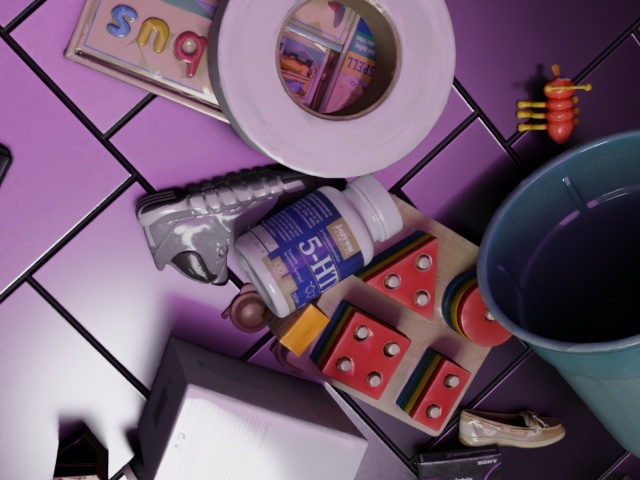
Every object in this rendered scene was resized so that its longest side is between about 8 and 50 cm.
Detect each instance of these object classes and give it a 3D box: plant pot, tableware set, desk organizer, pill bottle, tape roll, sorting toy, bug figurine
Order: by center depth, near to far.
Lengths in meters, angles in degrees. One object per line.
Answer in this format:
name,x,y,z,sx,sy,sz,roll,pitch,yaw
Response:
tape roll,0.012,-0.219,1.222,0.286,0.100,0.286,-2,100,-12
pill bottle,0.000,0.000,1.248,0.187,0.112,0.112,-33,105,-10
desk organizer,-0.293,0.276,1.272,0.047,0.130,0.050,-35,103,-5
plant pot,0.417,0.093,1.293,0.341,0.341,0.334,-40,127,-4
sorting toy,0.127,0.107,1.349,0.257,0.089,0.255,30,91,-21
tableware set,-0.039,0.086,1.357,0.169,0.020,0.141,37,92,-17
bug figurine,0.412,-0.140,1.396,0.279,0.072,0.216,-9,101,-12

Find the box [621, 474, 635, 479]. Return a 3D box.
box,0.417,0.504,1.453,0.121,0.148,0.311,30,90,4

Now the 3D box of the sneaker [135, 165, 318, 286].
sneaker,-0.108,-0.012,1.300,0.229,0.086,0.132,-12,109,-4

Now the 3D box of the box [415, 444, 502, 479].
box,0.195,0.363,1.428,0.116,0.029,0.162,-7,109,1

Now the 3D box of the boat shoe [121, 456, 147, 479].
boat shoe,-0.105,0.366,1.333,0.113,0.127,0.340,-45,107,-4

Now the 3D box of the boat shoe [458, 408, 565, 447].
boat shoe,0.267,0.256,1.438,0.153,0.056,0.048,0,104,-6

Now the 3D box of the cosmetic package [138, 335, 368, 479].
cosmetic package,-0.091,0.237,1.263,0.225,0.224,0.138,19,94,-15

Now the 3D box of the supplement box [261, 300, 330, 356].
supplement box,-0.033,0.098,1.297,0.036,0.098,0.062,40,89,-21

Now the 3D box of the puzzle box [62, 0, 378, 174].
puzzle box,-0.076,-0.271,1.272,0.409,0.052,0.272,20,95,-15

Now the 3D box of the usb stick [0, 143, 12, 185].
usb stick,-0.457,0.000,1.233,0.077,0.045,0.278,25,93,-23
